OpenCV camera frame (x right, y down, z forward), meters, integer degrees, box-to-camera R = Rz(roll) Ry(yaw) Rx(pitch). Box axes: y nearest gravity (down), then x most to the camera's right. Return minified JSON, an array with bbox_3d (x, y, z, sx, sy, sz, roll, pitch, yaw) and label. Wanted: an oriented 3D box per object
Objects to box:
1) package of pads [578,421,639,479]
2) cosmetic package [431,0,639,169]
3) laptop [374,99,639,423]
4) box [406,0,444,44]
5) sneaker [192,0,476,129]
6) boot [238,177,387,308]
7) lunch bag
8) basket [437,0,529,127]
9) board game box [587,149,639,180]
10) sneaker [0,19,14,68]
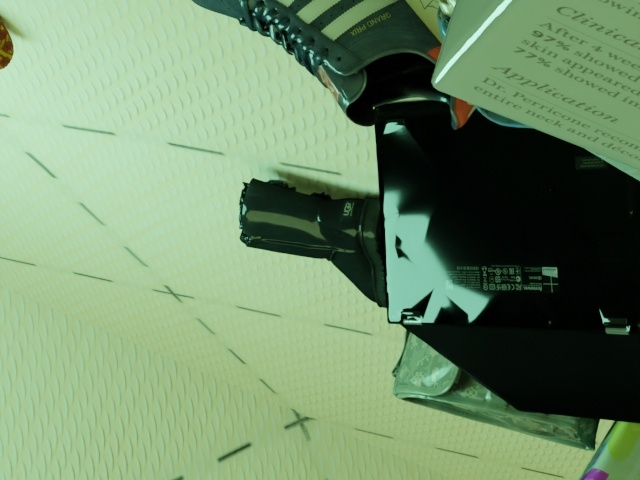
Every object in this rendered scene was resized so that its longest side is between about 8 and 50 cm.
[{"bbox_3d":[0.413,0.279,2.373,0.101,0.296,0.229,32,165,10],"label":"package of pads"},{"bbox_3d":[0.311,-0.234,1.135,0.329,0.327,0.394,21,163,-9],"label":"cosmetic package"},{"bbox_3d":[0.286,0.030,2.113,0.236,0.408,0.382,-9,-174,-44],"label":"laptop"},{"bbox_3d":[0.124,-0.232,1.689,0.201,0.021,0.164,49,160,0],"label":"box"},{"bbox_3d":[0.009,-0.201,1.848,0.350,0.148,0.131,13,162,18],"label":"sneaker"},{"bbox_3d":[0.000,0.000,2.553,0.207,0.094,0.246,10,154,16],"label":"boot"},{"bbox_3d":[0.246,0.127,2.455,0.287,0.235,0.169,11,166,23],"label":"lunch bag"},{"bbox_3d":[0.224,-0.201,1.485,0.255,0.201,0.289,10,130,28],"label":"basket"},{"bbox_3d":[0.426,-0.069,1.792,0.303,0.097,0.224,30,174,-14],"label":"board game box"},{"bbox_3d":[-0.448,-0.273,2.279,0.067,0.064,0.175,29,171,49],"label":"sneaker"}]
